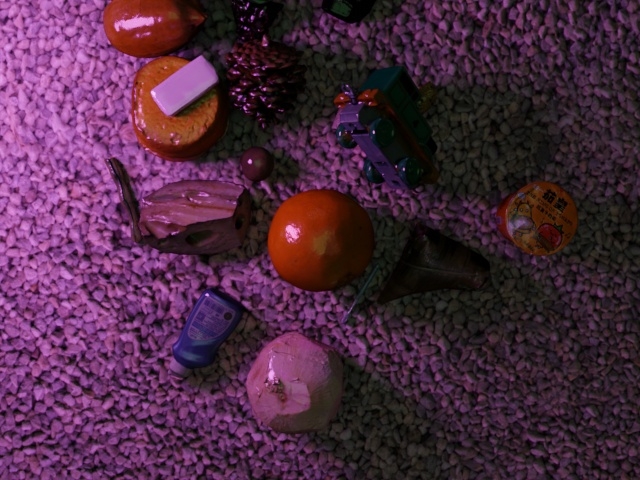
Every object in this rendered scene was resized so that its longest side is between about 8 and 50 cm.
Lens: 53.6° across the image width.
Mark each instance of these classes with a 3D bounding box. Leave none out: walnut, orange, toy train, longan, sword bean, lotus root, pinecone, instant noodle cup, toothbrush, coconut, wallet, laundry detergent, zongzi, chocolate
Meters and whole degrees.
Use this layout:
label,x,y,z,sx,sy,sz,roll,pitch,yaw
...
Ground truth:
label,x,y,z,sx,sy,sz,roll,pitch,yaw
walnut,-0.455,-0.616,1.781,0.336,0.209,0.209,6,93,23
orange,0.000,0.000,1.814,0.312,0.312,0.312,0,93,-3
toy train,0.207,-0.315,1.814,0.429,0.178,0.249,47,67,-32
longan,-0.195,-0.228,1.895,0.119,0.106,0.106,5,94,36
sword bean,-0.587,-0.122,1.906,0.043,0.038,0.269,-18,95,-7
lotus root,-0.366,-0.063,1.880,0.314,0.142,0.210,0,56,1
pinecone,-0.168,-0.460,1.815,0.243,0.243,0.257,31,112,-4
instant noodle cup,0.634,-0.067,1.902,0.215,0.172,0.216,0,93,-3
toothbrush,0.125,0.165,1.967,0.016,0.019,0.219,32,91,1
coconut,-0.070,0.421,1.856,0.297,0.254,0.297,0,91,-3
wallet,-0.368,-0.425,1.741,0.190,0.033,0.095,-36,93,-6
laundry detergent,-0.358,0.293,1.920,0.143,0.094,0.290,32,94,-10
zongzi,0.345,0.127,1.933,0.286,0.134,0.288,27,105,-8
chocolate,-0.192,-0.640,1.858,0.156,0.156,0.133,9,111,-3

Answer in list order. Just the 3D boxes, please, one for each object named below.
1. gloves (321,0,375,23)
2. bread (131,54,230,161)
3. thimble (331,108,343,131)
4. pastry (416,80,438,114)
label,x,y,z,sx,sy,sz,roll,pitch,yaw
gloves,0.104,-0.749,1.872,0.164,0.124,0.203,20,100,-22
bread,-0.408,-0.382,1.832,0.312,0.172,0.312,0,92,-5
thimble,0.101,-0.352,1.893,0.115,0.102,0.090,23,94,-41
pastry,0.294,-0.416,1.926,0.140,0.056,0.080,-33,87,6
